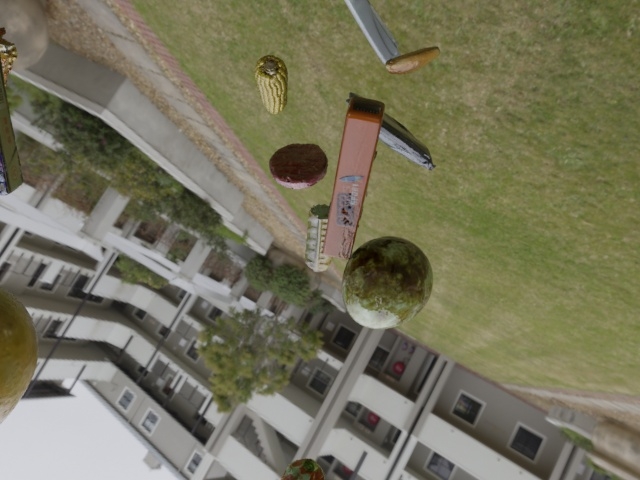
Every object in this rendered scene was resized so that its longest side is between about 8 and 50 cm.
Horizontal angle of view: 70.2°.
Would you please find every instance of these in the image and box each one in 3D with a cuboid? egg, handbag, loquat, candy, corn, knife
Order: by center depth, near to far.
[{"bbox_3d":[-0.501,0.155,0.595,0.243,0.244,0.244,29,172,4],"label":"loquat"},{"bbox_3d":[-0.086,0.524,0.805,0.078,0.288,0.084,31,165,9],"label":"candy"},{"bbox_3d":[-0.116,-0.379,1.131,0.080,0.080,0.231,29,174,3],"label":"corn"},{"bbox_3d":[0.171,0.115,1.220,0.238,0.289,0.238,21,126,32],"label":"egg"},{"bbox_3d":[0.159,-0.643,1.369,0.265,0.073,0.041,43,-169,-34],"label":"knife"},{"bbox_3d":[0.219,-0.332,1.404,0.332,0.075,0.192,28,-157,-33],"label":"handbag"}]

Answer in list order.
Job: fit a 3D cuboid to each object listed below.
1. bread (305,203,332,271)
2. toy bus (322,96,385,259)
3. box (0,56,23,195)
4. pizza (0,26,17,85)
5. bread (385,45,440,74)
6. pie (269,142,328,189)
[{"bbox_3d":[-0.001,0.000,1.572,0.098,0.269,0.087,-5,-140,-14],"label":"bread"},{"bbox_3d":[0.076,-0.139,1.120,0.093,0.409,0.092,12,-146,4],"label":"toy bus"},{"bbox_3d":[-0.745,-0.250,0.915,0.198,0.310,0.084,0,-157,-12],"label":"box"},{"bbox_3d":[-0.961,-0.521,1.305,0.081,0.228,0.290,-77,-31,-63],"label":"pizza"},{"bbox_3d":[0.260,-0.492,1.244,0.136,0.154,0.054,-14,107,27],"label":"bread"},{"bbox_3d":[-0.066,-0.225,1.349,0.182,0.182,0.050,26,149,24],"label":"pie"}]
